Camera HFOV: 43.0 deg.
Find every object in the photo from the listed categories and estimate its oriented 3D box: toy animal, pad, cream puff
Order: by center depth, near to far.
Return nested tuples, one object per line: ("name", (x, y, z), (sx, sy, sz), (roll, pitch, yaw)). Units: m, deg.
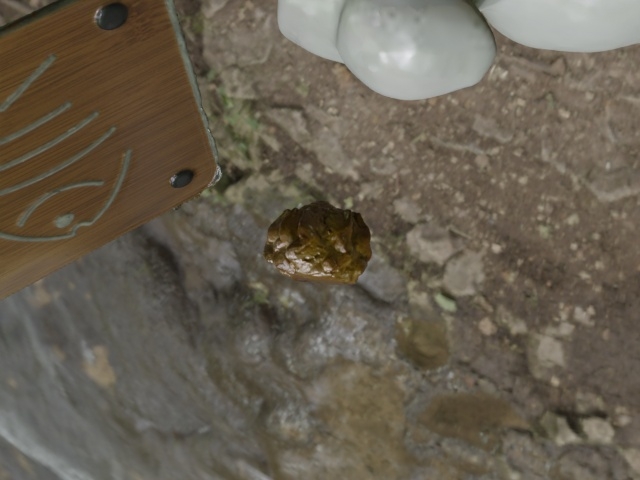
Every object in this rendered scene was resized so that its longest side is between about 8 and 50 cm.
("toy animal", (0.154, -0.183, 0.514), (0.368, 0.241, 0.196), (1, 148, -10))
("pad", (-0.225, -0.061, 0.660), (0.018, 0.286, 0.284), (56, 167, 26))
("cream puff", (0.000, 0.000, 0.882), (0.116, 0.094, 0.122), (6, 168, 22))
